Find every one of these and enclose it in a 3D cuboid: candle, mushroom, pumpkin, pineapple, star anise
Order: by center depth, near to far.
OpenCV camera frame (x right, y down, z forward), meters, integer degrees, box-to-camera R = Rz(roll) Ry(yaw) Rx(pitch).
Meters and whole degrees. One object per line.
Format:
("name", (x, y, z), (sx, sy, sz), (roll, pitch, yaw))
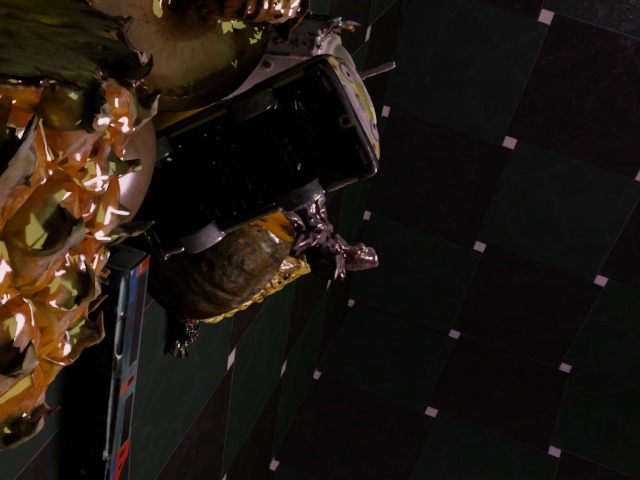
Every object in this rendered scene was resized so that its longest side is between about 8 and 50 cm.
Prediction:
("pineapple", (-0.282, -0.027, 0.483), (0.300, 0.352, 0.352), (-67, 172, 17))
("mushroom", (-0.153, -0.284, 0.875), (0.163, 0.278, 0.297), (-103, -157, -62))
("pumpkin", (-0.160, 0.022, 1.301), (0.232, 0.242, 0.325), (-55, -171, 9))
("candle", (-0.039, -0.271, 1.318), (0.187, 0.330, 0.187), (9, 90, -77))
("pineapple", (-0.250, 0.152, 1.544), (0.074, 0.074, 0.159), (-57, 166, -56))
("star anise", (-0.003, -0.003, 1.674), (0.129, 0.212, 0.283), (-42, 164, 19))

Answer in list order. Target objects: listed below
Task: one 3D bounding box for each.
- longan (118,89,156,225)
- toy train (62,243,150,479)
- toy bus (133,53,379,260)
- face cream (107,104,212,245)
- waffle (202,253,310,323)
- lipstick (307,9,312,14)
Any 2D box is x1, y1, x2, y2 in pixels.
("longan", (-0.261, -0.076, 0.817), (0.212, 0.198, 0.198), (-37, 166, -1))
("toy train", (-0.317, 0.198, 1.213), (0.089, 0.086, 0.409), (-56, 159, -63))
("toy bus", (-0.076, -0.109, 0.988), (0.143, 0.306, 0.179), (62, 25, -15))
("face cream", (-0.226, -0.119, 1.156), (0.348, 0.105, 0.105), (-57, 160, -55))
("waffle", (-0.139, 0.098, 1.720), (0.250, 0.056, 0.261), (-30, 176, 11))
("lipstick", (-0.056, -0.459, 1.665), (0.158, 0.048, 0.048), (-26, 132, -75))
